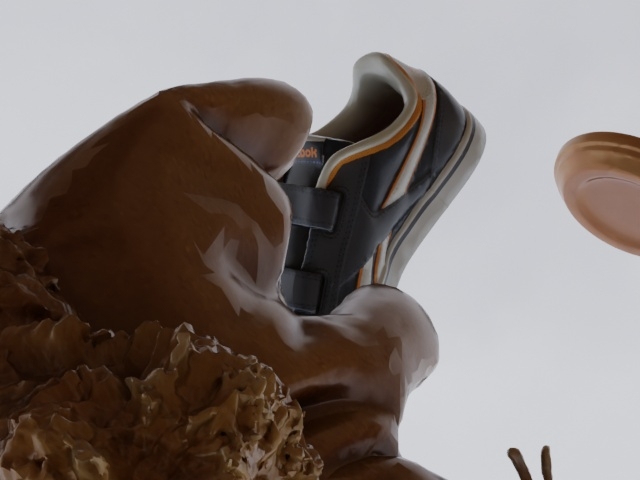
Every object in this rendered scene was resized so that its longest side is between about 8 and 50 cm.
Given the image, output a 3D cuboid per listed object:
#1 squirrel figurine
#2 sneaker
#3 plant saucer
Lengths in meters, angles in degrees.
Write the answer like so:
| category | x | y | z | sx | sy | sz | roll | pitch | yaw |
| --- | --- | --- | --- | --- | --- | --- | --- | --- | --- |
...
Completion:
| category | x | y | z | sx | sy | sz | roll | pitch | yaw |
| --- | --- | --- | --- | --- | --- | --- | --- | --- | --- |
| squirrel figurine | -0.054 | 0.135 | 0.859 | 0.370 | 0.281 | 0.397 | 48 | -160 | 17 |
| sneaker | 0.000 | 0.000 | 1.330 | 0.126 | 0.127 | 0.321 | 5 | -119 | 52 |
| plant saucer | 0.342 | -0.041 | 1.868 | 0.200 | 0.200 | 0.037 | 25 | -115 | 11 |
